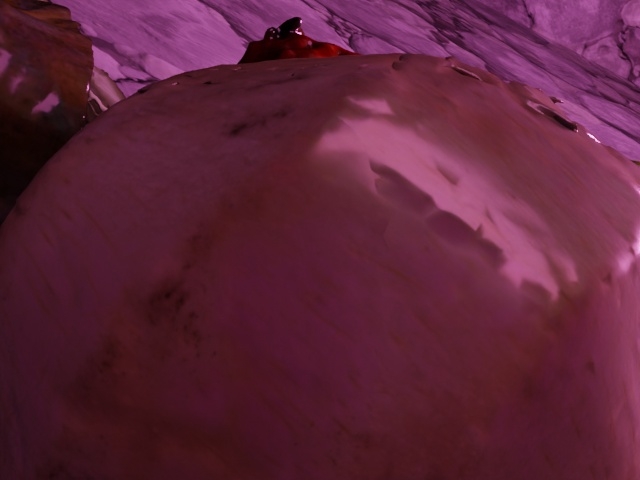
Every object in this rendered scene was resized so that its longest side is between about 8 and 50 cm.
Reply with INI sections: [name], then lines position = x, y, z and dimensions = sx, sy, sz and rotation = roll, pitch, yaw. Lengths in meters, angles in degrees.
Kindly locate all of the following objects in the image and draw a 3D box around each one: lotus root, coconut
[lotus root]
position = -0.308, -0.144, 1.049
dimensions = 0.260, 0.149, 0.267
rotation = 22, 19, -25
[coconut]
position = 0.015, 0.076, 0.719
dimensions = 0.352, 0.353, 0.352
rotation = 27, 20, -11

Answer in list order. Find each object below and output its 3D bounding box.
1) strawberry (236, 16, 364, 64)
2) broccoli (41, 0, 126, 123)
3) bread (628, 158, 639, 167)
[strawberry]
position = -0.002, 0.004, 1.003
dimensions = 0.257, 0.261, 0.261
rotation = 32, 20, 5
[broccoli]
position = -0.247, -0.183, 1.320
dimensions = 0.204, 0.118, 0.122
rotation = 52, -6, 11
[bread]
position = 0.466, 0.064, 1.679
dimensions = 0.382, 0.129, 0.366
rotation = 43, 20, 27
